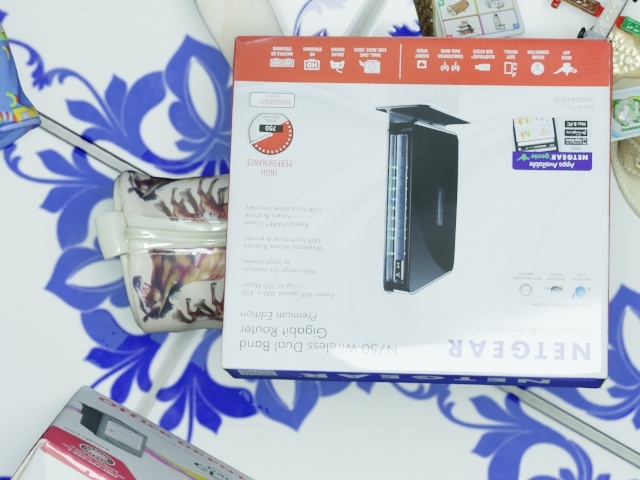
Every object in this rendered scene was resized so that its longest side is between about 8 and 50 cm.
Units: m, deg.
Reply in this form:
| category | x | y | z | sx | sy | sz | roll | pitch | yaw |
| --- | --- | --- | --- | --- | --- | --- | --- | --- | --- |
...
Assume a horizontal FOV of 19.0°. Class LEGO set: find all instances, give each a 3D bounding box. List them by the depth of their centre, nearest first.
| category | x | y | z | sx | sy | sz | roll | pitch | yaw |
| --- | --- | --- | --- | --- | --- | --- | --- | --- | --- |
| LEGO set | 0.246 | -0.164 | 1.811 | 0.244 | 0.060 | 0.182 | -12 | 70 | -5 |

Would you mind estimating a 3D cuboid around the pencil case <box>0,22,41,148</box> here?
| category | x | y | z | sx | sy | sz | roll | pitch | yaw |
| --- | --- | --- | --- | --- | --- | --- | --- | --- | --- |
| pencil case | -0.369 | -0.227 | 1.825 | 0.119 | 0.133 | 0.306 | -20 | 97 | -5 |

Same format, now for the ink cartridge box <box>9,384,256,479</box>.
| category | x | y | z | sx | sy | sz | roll | pitch | yaw |
| --- | --- | --- | --- | --- | --- | --- | --- | --- | --- |
| ink cartridge box | -0.178 | 0.262 | 1.794 | 0.226 | 0.306 | 0.131 | 30 | 96 | -3 |

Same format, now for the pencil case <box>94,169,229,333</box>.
| category | x | y | z | sx | sy | sz | roll | pitch | yaw |
| --- | --- | --- | --- | --- | --- | --- | --- | --- | --- |
| pencil case | 0.000 | 0.000 | 1.821 | 0.410 | 0.183 | 0.160 | -3 | 70 | 2 |

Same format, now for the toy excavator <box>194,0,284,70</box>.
| category | x | y | z | sx | sy | sz | roll | pitch | yaw |
| --- | --- | --- | --- | --- | --- | --- | --- | --- | --- |
| toy excavator | -0.059 | -0.355 | 1.767 | 0.433 | 0.222 | 0.445 | 30 | 102 | -21 |

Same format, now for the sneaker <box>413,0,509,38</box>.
| category | x | y | z | sx | sy | sz | roll | pitch | yaw |
| --- | --- | --- | --- | --- | --- | --- | --- | --- | --- |
| sneaker | 0.146 | -0.210 | 1.860 | 0.086 | 0.064 | 0.192 | -15 | 93 | -12 |

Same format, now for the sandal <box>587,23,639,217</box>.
| category | x | y | z | sx | sy | sz | roll | pitch | yaw |
| --- | --- | --- | --- | --- | --- | --- | --- | --- | --- |
| sandal | 0.320 | -0.100 | 1.856 | 0.088 | 0.079 | 0.240 | -24 | 96 | 4 |

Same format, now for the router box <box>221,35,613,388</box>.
| category | x | y | z | sx | sy | sz | roll | pitch | yaw |
| --- | --- | --- | --- | --- | --- | --- | --- | --- | --- |
| router box | 0.088 | -0.026 | 1.688 | 0.335 | 0.082 | 0.301 | 1 | 79 | 5 |
